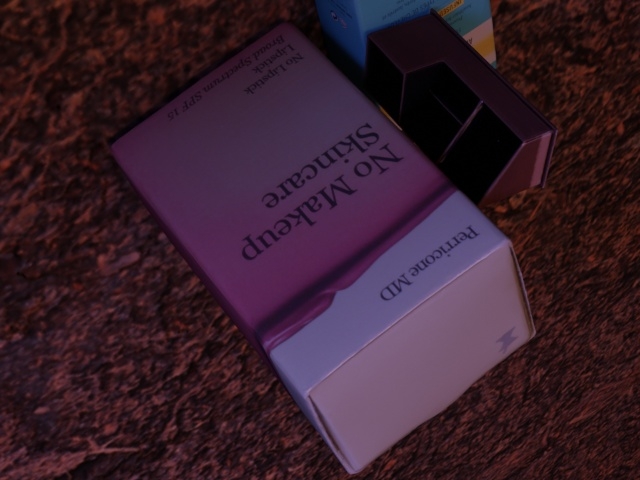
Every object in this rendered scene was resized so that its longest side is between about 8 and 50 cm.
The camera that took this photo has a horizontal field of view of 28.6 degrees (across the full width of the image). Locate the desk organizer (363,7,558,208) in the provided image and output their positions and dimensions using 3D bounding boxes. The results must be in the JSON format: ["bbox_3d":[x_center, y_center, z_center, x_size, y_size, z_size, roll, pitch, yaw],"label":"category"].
[{"bbox_3d":[0.081,-0.080,0.758,0.050,0.130,0.047,-22,141,-22],"label":"desk organizer"}]

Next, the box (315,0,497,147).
[{"bbox_3d":[0.064,-0.123,0.864,0.101,0.060,0.244,-34,144,-11],"label":"box"}]

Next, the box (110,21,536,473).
[{"bbox_3d":[0.000,0.000,0.784,0.149,0.232,0.127,-37,146,-7],"label":"box"}]
